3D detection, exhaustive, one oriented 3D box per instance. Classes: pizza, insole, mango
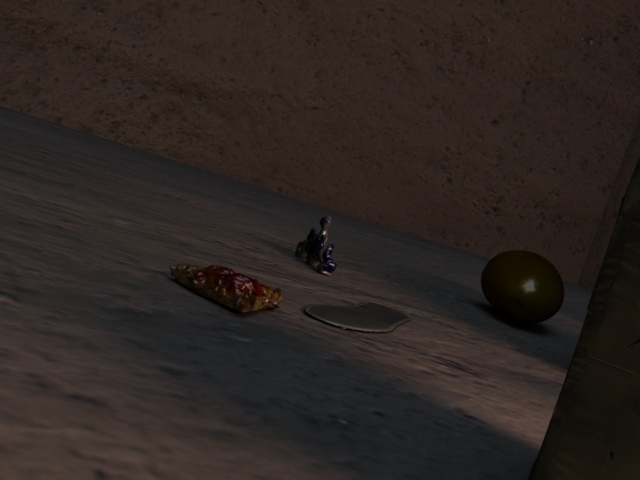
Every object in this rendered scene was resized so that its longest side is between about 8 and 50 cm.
[{"bbox_3d":[-0.069,0.040,0.667,0.100,0.029,0.099,23,6,41],"label":"pizza"},{"bbox_3d":[0.049,0.080,0.799,0.080,0.003,0.232,21,6,23],"label":"insole"},{"bbox_3d":[0.336,0.079,1.247,0.138,0.113,0.253,24,13,12],"label":"mango"}]

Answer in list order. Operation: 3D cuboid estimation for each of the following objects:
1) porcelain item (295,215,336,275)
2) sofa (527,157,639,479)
[{"bbox_3d":[0.000,0.000,1.071,0.021,0.075,0.136,18,4,-21],"label":"porcelain item"},{"bbox_3d":[0.215,0.071,0.364,0.176,0.210,0.225,19,4,21],"label":"sofa"}]
